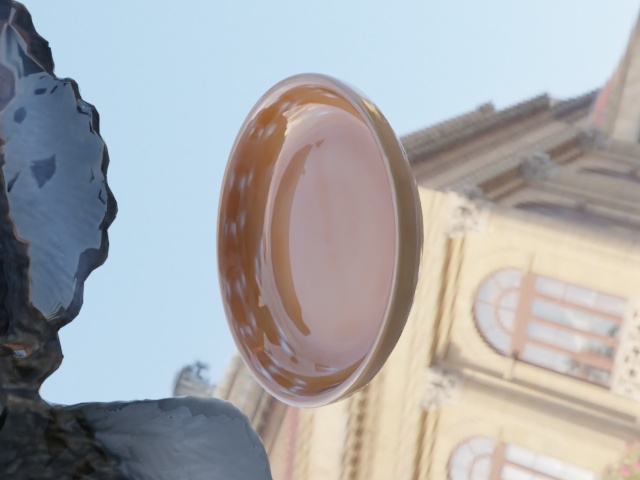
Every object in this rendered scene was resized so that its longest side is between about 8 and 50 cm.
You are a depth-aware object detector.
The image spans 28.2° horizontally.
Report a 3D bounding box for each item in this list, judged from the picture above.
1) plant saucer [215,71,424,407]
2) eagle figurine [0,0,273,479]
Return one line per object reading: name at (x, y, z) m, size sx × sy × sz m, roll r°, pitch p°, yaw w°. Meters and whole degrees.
plant saucer at (0.000, 0.000, 0.768) m, size 0.037 × 0.200 × 0.200 m, roll 1°, pitch -75°, yaw -34°
eagle figurine at (-0.163, 0.018, 0.349) m, size 0.226 × 0.298 × 0.225 m, roll -26°, pitch -40°, yaw -17°
